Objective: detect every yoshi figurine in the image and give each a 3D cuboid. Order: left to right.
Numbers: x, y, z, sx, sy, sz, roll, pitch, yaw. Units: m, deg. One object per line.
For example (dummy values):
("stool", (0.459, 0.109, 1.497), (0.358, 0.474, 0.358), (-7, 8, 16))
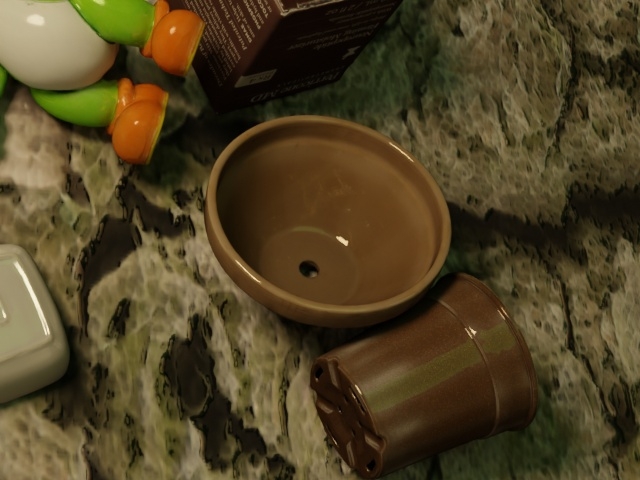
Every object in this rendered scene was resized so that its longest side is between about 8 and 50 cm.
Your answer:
("yoshi figurine", (-0.298, -0.202, 1.120), (0.362, 0.203, 0.203), (23, 66, -10))

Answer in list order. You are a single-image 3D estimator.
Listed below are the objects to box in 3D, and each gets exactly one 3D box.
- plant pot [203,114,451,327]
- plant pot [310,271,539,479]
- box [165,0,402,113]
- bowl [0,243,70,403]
("plant pot", (0.000, 0.000, 1.190), (0.237, 0.109, 0.237), (7, 52, -9))
("plant pot", (0.090, 0.135, 1.163), (0.165, 0.167, 0.167), (-22, 77, -23))
("box", (-0.041, -0.263, 1.254), (0.168, 0.203, 0.167), (-20, 77, -30))
("bowl", (-0.296, 0.070, 1.073), (0.142, 0.053, 0.142), (-18, 74, -31))
